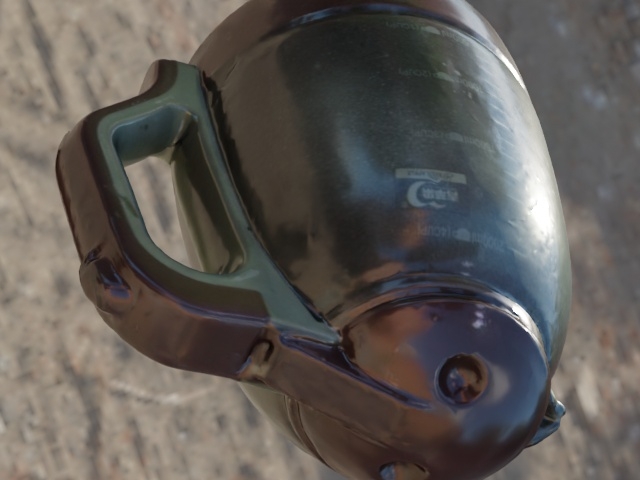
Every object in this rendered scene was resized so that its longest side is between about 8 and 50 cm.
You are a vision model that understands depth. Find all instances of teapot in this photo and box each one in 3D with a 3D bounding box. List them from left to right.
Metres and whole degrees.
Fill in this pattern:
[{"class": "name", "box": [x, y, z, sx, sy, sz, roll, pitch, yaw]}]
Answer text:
[{"class": "teapot", "box": [0.000, 0.000, 1.059, 0.315, 0.233, 0.312, 16, 31, -19]}]
